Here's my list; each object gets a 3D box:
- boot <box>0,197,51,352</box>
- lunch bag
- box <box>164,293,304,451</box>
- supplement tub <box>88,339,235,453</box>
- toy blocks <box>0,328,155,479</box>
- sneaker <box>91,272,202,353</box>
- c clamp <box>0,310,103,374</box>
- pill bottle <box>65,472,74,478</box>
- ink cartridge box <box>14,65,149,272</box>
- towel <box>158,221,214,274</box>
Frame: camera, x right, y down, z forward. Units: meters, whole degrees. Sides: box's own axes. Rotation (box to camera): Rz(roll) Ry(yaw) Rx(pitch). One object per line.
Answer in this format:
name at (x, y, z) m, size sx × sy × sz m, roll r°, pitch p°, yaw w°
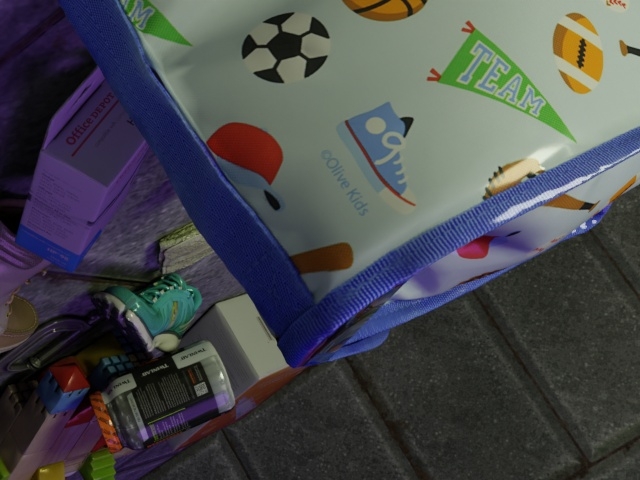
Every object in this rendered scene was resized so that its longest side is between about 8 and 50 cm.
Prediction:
boot at (-0.313, 0.037, 0.810) m, size 0.165 × 0.077 × 0.213 m, roll -34°, pitch 158°, yaw 7°
lunch bag at (0.044, -0.122, 0.545) m, size 0.385 × 0.328 × 0.239 m, roll -23°, pitch 162°, yaw -37°
box at (-0.181, 0.255, 1.643) m, size 0.215 × 0.168 × 0.345 m, roll -16°, pitch 159°, yaw -48°
supplement tub at (-0.231, 0.230, 1.182) m, size 0.190 × 0.117 × 0.117 m, roll -21°, pitch 163°, yaw -18°
toy blocks at (-0.362, 0.257, 1.311) m, size 0.381 × 0.191 × 0.261 m, roll -2°, pitch 135°, yaw -54°
sneaker at (-0.242, 0.090, 1.164) m, size 0.110 × 0.107 × 0.275 m, roll -51°, pitch 171°, yaw -3°
c clamp at (-0.382, 0.148, 1.154) m, size 0.161 × 0.022 × 0.137 m, roll -34°, pitch 166°, yaw 6°
pill bottle at (-0.528, 0.410, 1.525) m, size 0.216 × 0.121 × 0.121 m, roll -35°, pitch 166°, yaw 10°
ink cartridge box at (-0.192, -0.063, 0.682) m, size 0.180 × 0.060 × 0.104 m, roll -49°, pitch -167°, yaw 50°
towel at (-0.156, -0.004, 1.115) m, size 0.148 × 0.027 × 0.110 m, roll -28°, pitch 166°, yaw -18°
